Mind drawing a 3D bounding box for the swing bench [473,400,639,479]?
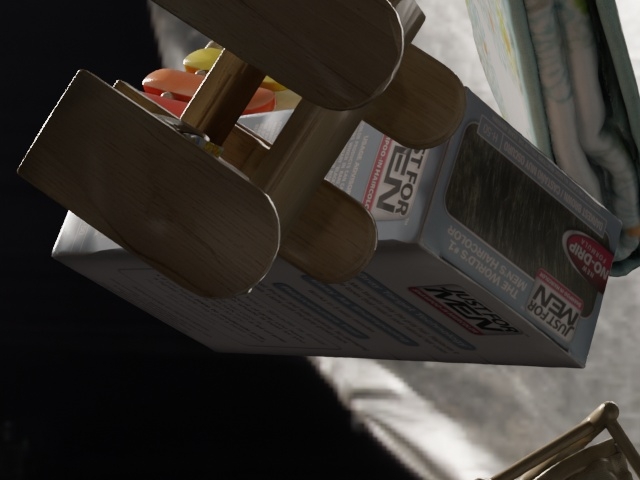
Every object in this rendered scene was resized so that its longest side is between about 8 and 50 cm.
[{"bbox_3d":[0.260,0.322,1.384,0.253,0.165,0.254,59,171,17],"label":"swing bench"}]

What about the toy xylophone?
[{"bbox_3d":[-0.104,-0.163,1.532,0.322,0.236,0.081,-46,-47,-38],"label":"toy xylophone"}]

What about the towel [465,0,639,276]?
[{"bbox_3d":[0.167,-0.200,1.136,0.320,0.090,0.374,-100,-6,-52],"label":"towel"}]

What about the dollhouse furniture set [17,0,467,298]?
[{"bbox_3d":[0.042,-0.069,0.569,0.242,0.161,0.212,-57,-9,5],"label":"dollhouse furniture set"}]

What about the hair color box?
[{"bbox_3d":[0.000,0.000,1.036,0.374,0.185,0.113,-1,63,45],"label":"hair color box"}]
